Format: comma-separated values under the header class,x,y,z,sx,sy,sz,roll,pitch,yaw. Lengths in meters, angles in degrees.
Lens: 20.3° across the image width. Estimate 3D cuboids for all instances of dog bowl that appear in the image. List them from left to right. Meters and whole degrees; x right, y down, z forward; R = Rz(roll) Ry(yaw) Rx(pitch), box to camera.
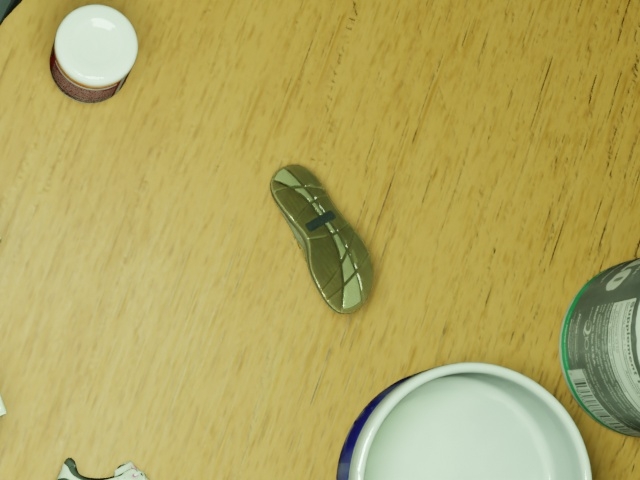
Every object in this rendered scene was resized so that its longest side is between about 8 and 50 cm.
class,x,y,z,sx,sy,sz,roll,pitch,yaw
dog bowl,0.153,0.266,1.936,0.265,0.104,0.265,2,83,-13

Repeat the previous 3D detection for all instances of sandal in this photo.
class,x,y,z,sx,sy,sz,roll,pitch,yaw
sandal,0.000,0.000,1.967,0.072,0.049,0.180,-25,75,-19

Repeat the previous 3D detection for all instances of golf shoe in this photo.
class,x,y,z,sx,sy,sz,roll,pitch,yaw
golf shoe,-0.190,0.276,1.879,0.186,0.067,0.086,10,80,-11

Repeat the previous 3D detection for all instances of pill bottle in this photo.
class,x,y,z,sx,sy,sz,roll,pitch,yaw
pill bottle,-0.241,-0.191,1.879,0.086,0.152,0.086,1,83,-12
pill bottle,0.401,0.104,1.877,0.204,0.361,0.204,2,83,-12

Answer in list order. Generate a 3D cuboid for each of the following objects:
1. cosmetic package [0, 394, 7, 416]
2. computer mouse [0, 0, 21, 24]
class,x,y,z,sx,sy,sz,roll,pitch,yaw
cosmetic package,-0.421,0.051,1.810,0.113,0.160,0.309,-20,89,-13
computer mouse,-0.383,-0.249,1.897,0.188,0.072,0.272,28,79,-7
